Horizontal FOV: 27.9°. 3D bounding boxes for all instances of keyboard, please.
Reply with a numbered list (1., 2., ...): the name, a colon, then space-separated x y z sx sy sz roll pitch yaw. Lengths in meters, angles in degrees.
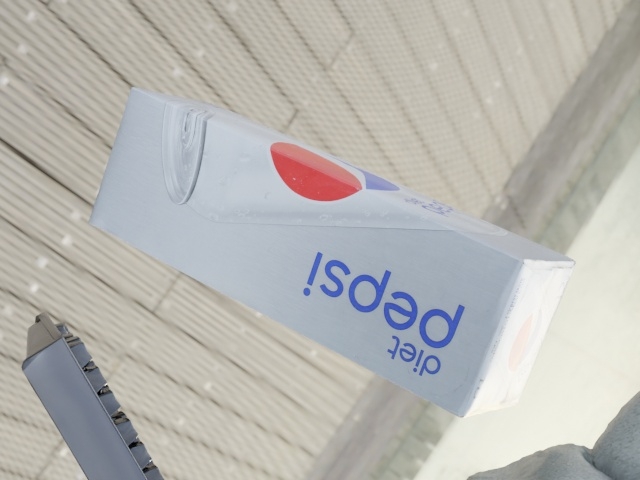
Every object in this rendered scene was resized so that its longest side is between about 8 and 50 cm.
1. keyboard: -0.049 0.109 0.443 0.023 0.180 0.108 -30 -168 -7

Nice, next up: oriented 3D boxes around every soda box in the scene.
1. soda box: 0.000 0.000 0.782 0.091 0.286 0.098 3 111 -60

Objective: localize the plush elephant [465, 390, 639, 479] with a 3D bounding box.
1. plush elephant: 0.224 0.175 0.652 0.271 0.255 0.330 -14 109 -8
